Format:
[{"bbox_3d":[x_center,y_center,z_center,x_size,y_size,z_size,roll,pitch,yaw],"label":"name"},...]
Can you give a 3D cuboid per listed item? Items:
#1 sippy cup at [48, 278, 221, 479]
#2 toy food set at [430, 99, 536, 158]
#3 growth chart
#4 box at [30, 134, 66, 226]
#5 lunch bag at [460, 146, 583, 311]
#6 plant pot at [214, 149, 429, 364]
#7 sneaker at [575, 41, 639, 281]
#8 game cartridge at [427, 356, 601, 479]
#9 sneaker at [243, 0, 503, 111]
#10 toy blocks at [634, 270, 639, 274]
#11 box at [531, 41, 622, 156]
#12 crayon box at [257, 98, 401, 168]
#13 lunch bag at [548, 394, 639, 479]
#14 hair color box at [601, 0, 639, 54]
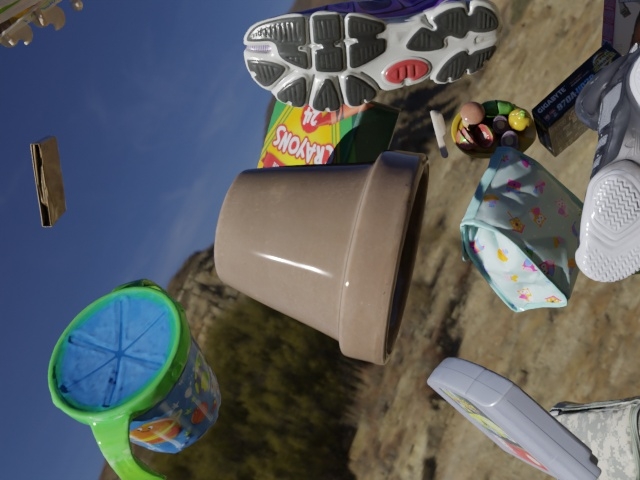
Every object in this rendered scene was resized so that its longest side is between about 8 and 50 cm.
[{"bbox_3d":[-0.278,0.228,1.282,0.305,0.240,0.224,-58,-36,-23],"label":"sippy cup"},{"bbox_3d":[0.347,-0.241,1.649,0.071,0.218,0.128,83,-177,-70],"label":"toy food set"},{"bbox_3d":[-0.439,-0.322,1.007,0.237,0.171,0.021,-33,21,-27],"label":"growth chart"},{"bbox_3d":[-0.546,-0.123,1.591,0.201,0.021,0.164,-131,36,-74],"label":"box"},{"bbox_3d":[0.385,-0.026,1.522,0.160,0.262,0.223,-19,33,54],"label":"lunch bag"},{"bbox_3d":[0.000,0.000,0.979,0.263,0.230,0.262,13,-90,-79],"label":"plant pot"},{"bbox_3d":[0.333,-0.092,0.861,0.153,0.101,0.268,-110,36,-77],"label":"sneaker"},{"bbox_3d":[0.257,0.248,1.133,0.060,0.196,0.294,-46,3,-9],"label":"game cartridge"},{"bbox_3d":[0.032,-0.132,0.523,0.071,0.170,0.068,-113,18,-51],"label":"sneaker"},{"bbox_3d":[0.554,-0.058,1.110,0.382,0.261,0.190,-10,62,39],"label":"toy blocks"},{"bbox_3d":[0.484,-0.254,1.474,0.175,0.051,0.220,-42,-20,9],"label":"box"},{"bbox_3d":[-0.015,-0.071,1.191,0.202,0.081,0.318,28,105,47],"label":"crayon box"},{"bbox_3d":[0.603,0.427,1.554,0.213,0.255,0.305,-27,-4,-27],"label":"lunch bag"},{"bbox_3d":[0.579,-0.434,1.461,0.053,0.093,0.167,-106,9,-64],"label":"hair color box"}]
